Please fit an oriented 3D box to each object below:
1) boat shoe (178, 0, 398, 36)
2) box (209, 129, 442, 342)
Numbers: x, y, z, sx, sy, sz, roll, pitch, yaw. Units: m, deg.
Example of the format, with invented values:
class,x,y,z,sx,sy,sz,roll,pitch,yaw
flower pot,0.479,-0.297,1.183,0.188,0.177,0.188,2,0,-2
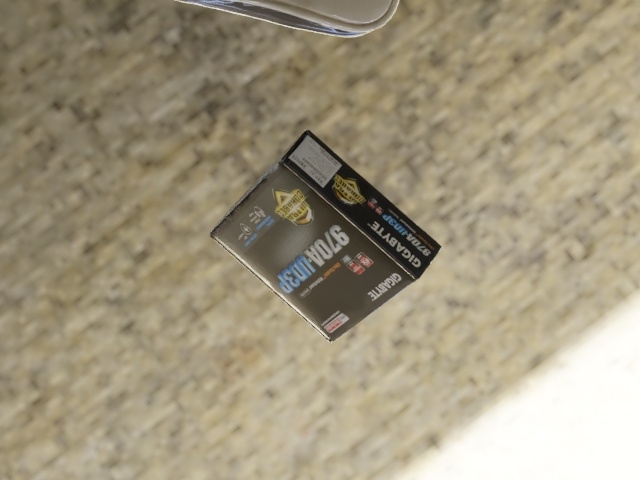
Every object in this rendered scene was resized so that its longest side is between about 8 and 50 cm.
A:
class,x,y,z,sx,sy,sz,roll,pitch,yaw
boat shoe,-0.092,-0.258,1.657,0.335,0.112,0.095,17,179,-18
box,0.000,0.000,1.822,0.175,0.051,0.220,42,151,-5
